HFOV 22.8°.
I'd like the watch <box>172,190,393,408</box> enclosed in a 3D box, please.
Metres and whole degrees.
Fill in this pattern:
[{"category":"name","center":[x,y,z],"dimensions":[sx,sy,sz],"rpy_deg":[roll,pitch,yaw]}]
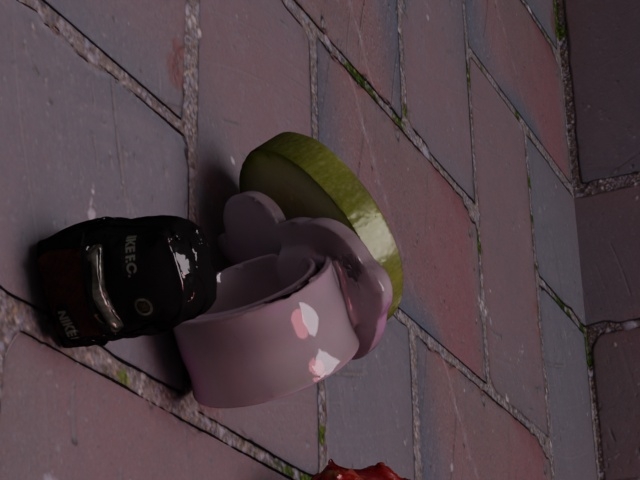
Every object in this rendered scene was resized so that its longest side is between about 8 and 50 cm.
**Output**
[{"category":"watch","center":[-0.069,0.072,1.685],"dimensions":[0.217,0.248,0.211],"rpy_deg":[-30,110,-39]}]

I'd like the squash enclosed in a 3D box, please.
[{"category":"squash","center":[0.000,0.000,1.810],"dimensions":[0.049,0.252,0.252],"rpy_deg":[-33,115,-27]}]

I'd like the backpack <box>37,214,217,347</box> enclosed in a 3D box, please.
[{"category":"backpack","center":[-0.180,0.034,1.445],"dimensions":[0.106,0.165,0.120],"rpy_deg":[-26,99,-57]}]

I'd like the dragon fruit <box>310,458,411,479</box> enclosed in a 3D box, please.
[{"category":"dragon fruit","center":[0.026,0.353,1.732],"dimensions":[0.268,0.205,0.210],"rpy_deg":[-43,122,-54]}]
